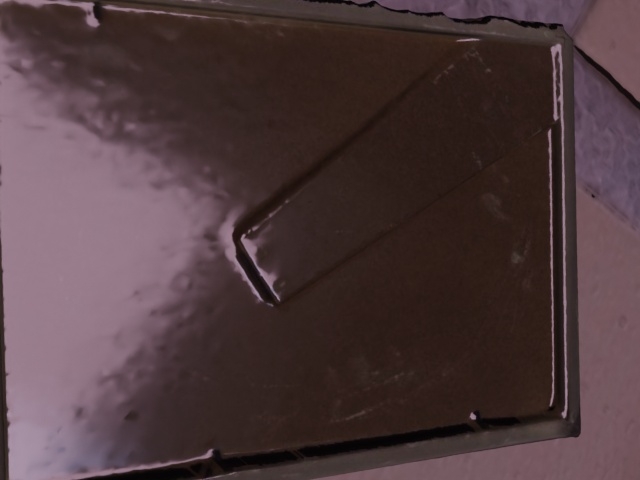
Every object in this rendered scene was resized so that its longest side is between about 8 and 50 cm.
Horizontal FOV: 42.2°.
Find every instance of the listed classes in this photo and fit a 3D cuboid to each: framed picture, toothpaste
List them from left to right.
[{"bbox_3d":[-0.042,-0.072,0.390,0.081,0.067,0.337,-11,96,-25],"label":"toothpaste"},{"bbox_3d":[0.000,0.000,0.366,0.289,0.016,0.213,-2,91,-26],"label":"framed picture"}]
